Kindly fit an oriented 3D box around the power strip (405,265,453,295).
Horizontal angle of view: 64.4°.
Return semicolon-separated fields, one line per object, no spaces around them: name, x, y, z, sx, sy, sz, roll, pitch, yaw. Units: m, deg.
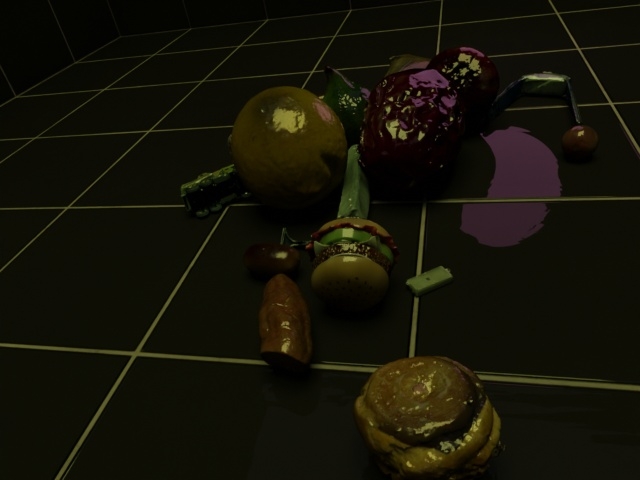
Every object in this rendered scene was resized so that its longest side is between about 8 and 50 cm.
power strip;0.206;0.076;0.961;0.090;0.016;0.040;-21;36;-15

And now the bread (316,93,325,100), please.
bread;-0.039;-0.422;1.650;0.344;0.084;0.124;-19;37;-12

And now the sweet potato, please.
sweet potato;-0.067;0.136;0.890;0.097;0.097;0.251;-13;32;-3

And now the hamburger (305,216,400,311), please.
hamburger;0.057;0.053;0.919;0.175;0.175;0.137;-3;50;11

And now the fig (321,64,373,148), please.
fig;0.083;-0.399;1.459;0.203;0.235;0.203;-11;33;7

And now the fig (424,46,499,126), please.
fig;0.377;-0.422;1.436;0.224;0.224;0.263;-21;20;-14

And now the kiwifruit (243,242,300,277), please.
kiwifruit;-0.099;0.040;1.043;0.124;0.075;0.075;0;37;23

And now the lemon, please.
lemon;-0.072;-0.217;1.213;0.297;0.297;0.297;-7;36;5

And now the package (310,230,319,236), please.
package;0.022;0.006;1.107;0.037;0.015;0.110;-25;39;-27

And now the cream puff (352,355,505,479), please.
cream puff;0.142;0.238;0.662;0.189;0.129;0.189;-13;28;7

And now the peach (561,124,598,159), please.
peach;0.624;-0.235;1.225;0.083;0.083;0.083;-7;36;5

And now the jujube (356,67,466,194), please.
jujube;0.223;-0.271;1.252;0.258;0.258;0.376;3;53;19

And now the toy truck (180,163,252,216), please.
toy truck;-0.273;-0.139;1.327;0.191;0.085;0.116;-27;30;-17

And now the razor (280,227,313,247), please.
razor;0.002;0.002;1.087;0.190;0.033;0.066;-3;69;25

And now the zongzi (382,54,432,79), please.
zongzi;0.338;-0.535;1.701;0.256;0.115;0.228;12;44;12

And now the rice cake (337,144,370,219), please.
rice cake;0.086;-0.136;1.235;0.063;0.066;0.336;-20;31;23

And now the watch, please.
watch;0.654;-0.399;1.451;0.276;0.068;0.274;21;46;36

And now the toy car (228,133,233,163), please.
toy car;-0.167;-0.288;1.478;0.210;0.108;0.089;-32;41;-28
